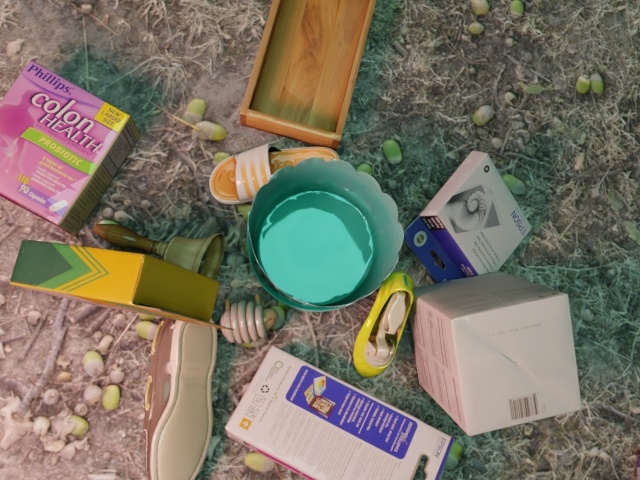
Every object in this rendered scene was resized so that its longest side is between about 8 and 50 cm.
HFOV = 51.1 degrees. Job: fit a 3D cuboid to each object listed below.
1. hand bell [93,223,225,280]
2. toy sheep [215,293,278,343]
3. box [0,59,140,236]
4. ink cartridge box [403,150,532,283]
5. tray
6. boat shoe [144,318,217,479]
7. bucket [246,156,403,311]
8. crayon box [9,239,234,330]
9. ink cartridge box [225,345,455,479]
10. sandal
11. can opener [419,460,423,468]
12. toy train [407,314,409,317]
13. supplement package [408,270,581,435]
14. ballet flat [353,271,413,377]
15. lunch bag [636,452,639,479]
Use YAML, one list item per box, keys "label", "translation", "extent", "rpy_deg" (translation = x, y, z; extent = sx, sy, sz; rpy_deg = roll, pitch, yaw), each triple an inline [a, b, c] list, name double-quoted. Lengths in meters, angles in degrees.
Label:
- label: "hand bell"
  translation: [-0.315, 0.010, 1.262]
  extent: [0.242, 0.126, 0.126]
  rpy_deg: [18, 78, 10]
- label: "toy sheep"
  translation: [-0.143, 0.151, 1.251]
  extent: [0.132, 0.091, 0.091]
  rpy_deg: [-12, 81, 6]
- label: "box"
  translation: [-0.500, -0.169, 1.253]
  extent: [0.214, 0.117, 0.243]
  rpy_deg: [30, 78, 0]
- label: "ink cartridge box"
  translation: [0.288, -0.018, 1.288]
  extent: [0.224, 0.045, 0.223]
  rpy_deg: [-49, 123, -11]
- label: "tray"
  translation: [-0.012, -0.408, 1.372]
  extent: [0.203, 0.076, 0.410]
  rpy_deg: [15, 78, -3]
- label: "boat shoe"
  translation: [-0.263, 0.290, 1.205]
  extent: [0.117, 0.097, 0.324]
  rpy_deg: [13, 79, -45]
- label: "bucket"
  translation: [0.000, 0.000, 1.242]
  extent: [0.281, 0.183, 0.281]
  rpy_deg: [1, 79, -5]
- label: "crayon box"
  translation: [-0.319, 0.074, 1.115]
  extent: [0.323, 0.203, 0.083]
  rpy_deg: [6, 78, 28]
- label: "ink cartridge box"
  translation: [0.033, 0.348, 1.191]
  extent: [0.371, 0.069, 0.175]
  rpy_deg: [24, 62, 11]
- label: "sandal"
  translation: [-0.089, -0.146, 1.310]
  extent: [0.265, 0.076, 0.102]
  rpy_deg: [-13, 79, -6]
- label: "can opener"
  translation: [0.118, 0.472, 1.196]
  extent: [0.093, 0.074, 0.280]
  rpy_deg: [-3, 48, 30]
- label: "toy train"
  translation: [0.157, 0.136, 1.318]
  extent: [0.083, 0.017, 0.023]
  rpy_deg: [21, 88, -2]
- label: "supplement package"
  translation: [0.291, 0.183, 1.177]
  extent: [0.199, 0.263, 0.198]
  rpy_deg: [-11, 97, -8]
- label: "ballet flat"
  translation: [0.117, 0.167, 1.225]
  extent: [0.077, 0.077, 0.231]
  rpy_deg: [13, 110, -13]
- label: "lunch bag"
  translation: [0.725, 0.539, 1.257]
  extent: [0.243, 0.115, 0.303]
  rpy_deg: [8, 78, -7]
